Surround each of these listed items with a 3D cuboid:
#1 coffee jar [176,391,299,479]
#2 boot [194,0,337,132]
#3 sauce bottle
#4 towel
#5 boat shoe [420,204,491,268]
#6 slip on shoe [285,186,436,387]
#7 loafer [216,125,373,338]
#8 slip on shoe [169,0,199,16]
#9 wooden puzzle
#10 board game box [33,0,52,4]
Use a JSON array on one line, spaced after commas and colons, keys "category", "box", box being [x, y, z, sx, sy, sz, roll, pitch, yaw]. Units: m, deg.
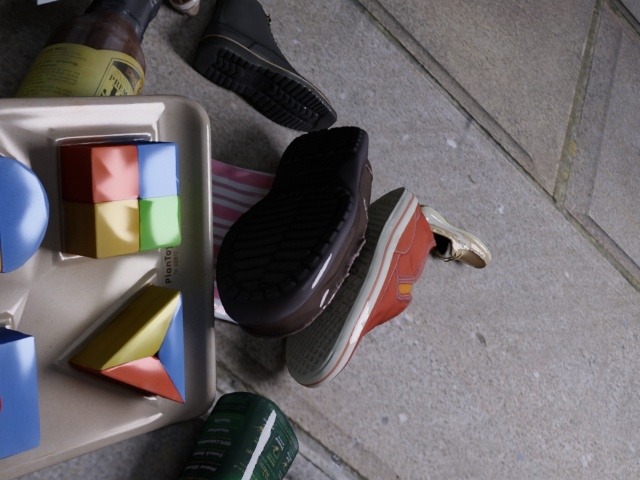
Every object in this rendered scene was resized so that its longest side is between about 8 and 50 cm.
[{"category": "coffee jar", "box": [-0.094, 0.239, 0.911, 0.096, 0.079, 0.184, 65, 37, -30]}, {"category": "boot", "box": [-0.057, -0.234, 1.218, 0.198, 0.077, 0.137, 32, 44, -28]}, {"category": "sauce bottle", "box": [-0.241, -0.150, 0.969, 0.111, 0.111, 0.344, 34, 50, -25]}, {"category": "towel", "box": [-0.102, -0.002, 1.078, 0.144, 0.029, 0.197, 15, 59, -36]}, {"category": "boat shoe", "box": [0.174, 0.006, 1.319, 0.135, 0.050, 0.045, 32, 52, -14]}, {"category": "slip on shoe", "box": [0.060, 0.060, 1.137, 0.101, 0.123, 0.331, 51, 39, -15]}, {"category": "loafer", "box": [0.000, 0.000, 1.046, 0.366, 0.134, 0.130, -62, 142, -54]}, {"category": "slip on shoe", "box": [-0.181, -0.336, 1.181, 0.135, 0.051, 0.041, 63, 3, 15]}, {"category": "wooden puzzle", "box": [-0.224, 0.043, 0.807, 0.348, 0.081, 0.322, -10, 104, -43]}, {"category": "board game box", "box": [-0.289, -0.307, 1.007, 0.103, 0.026, 0.154, -25, 57, -34]}]
